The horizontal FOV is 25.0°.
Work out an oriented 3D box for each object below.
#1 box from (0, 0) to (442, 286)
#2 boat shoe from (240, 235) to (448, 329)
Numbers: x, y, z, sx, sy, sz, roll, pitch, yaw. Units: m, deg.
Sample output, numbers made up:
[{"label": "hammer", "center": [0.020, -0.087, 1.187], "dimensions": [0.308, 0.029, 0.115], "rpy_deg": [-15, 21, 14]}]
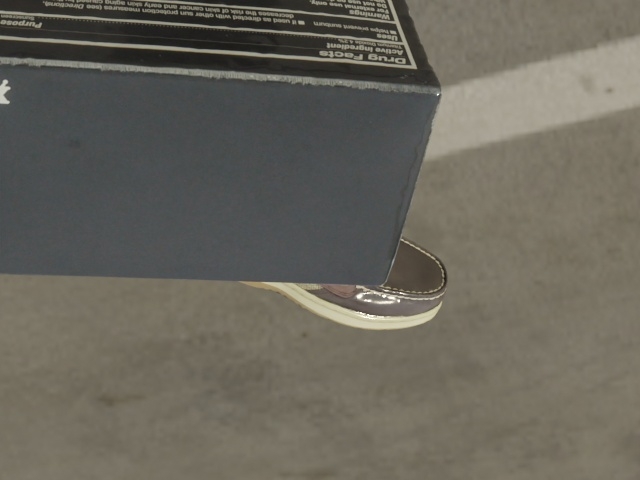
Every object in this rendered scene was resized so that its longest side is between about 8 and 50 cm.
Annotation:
[{"label": "box", "center": [-0.103, -0.128, 1.004], "dimensions": [0.296, 0.294, 0.182], "rpy_deg": [2, 130, -13]}, {"label": "boat shoe", "center": [0.000, 0.000, 1.291], "dimensions": [0.285, 0.103, 0.092], "rpy_deg": [19, 133, -21]}]
